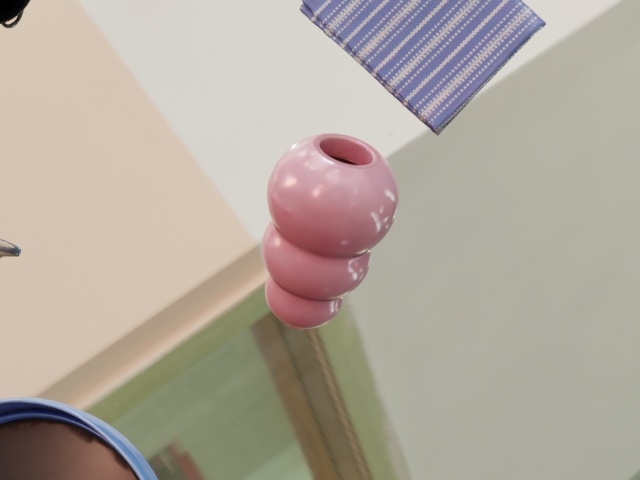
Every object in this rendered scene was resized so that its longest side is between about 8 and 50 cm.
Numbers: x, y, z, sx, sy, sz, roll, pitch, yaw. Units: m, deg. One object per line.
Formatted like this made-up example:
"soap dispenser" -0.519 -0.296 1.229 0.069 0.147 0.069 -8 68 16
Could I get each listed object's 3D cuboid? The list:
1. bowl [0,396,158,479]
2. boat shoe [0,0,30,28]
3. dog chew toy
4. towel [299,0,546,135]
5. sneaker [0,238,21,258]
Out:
"bowl" -0.363 0.390 1.454 0.391 0.391 0.077 52 9 9
"boat shoe" -0.438 -0.370 1.537 0.156 0.187 0.500 28 18 -4
"dog chew toy" 0.000 0.000 1.841 0.206 0.206 0.332 41 -51 36
"towel" 0.151 -0.354 1.821 0.336 0.243 0.040 46 6 20
"sneaker" -0.526 0.027 1.791 0.052 0.135 0.058 45 47 -73
